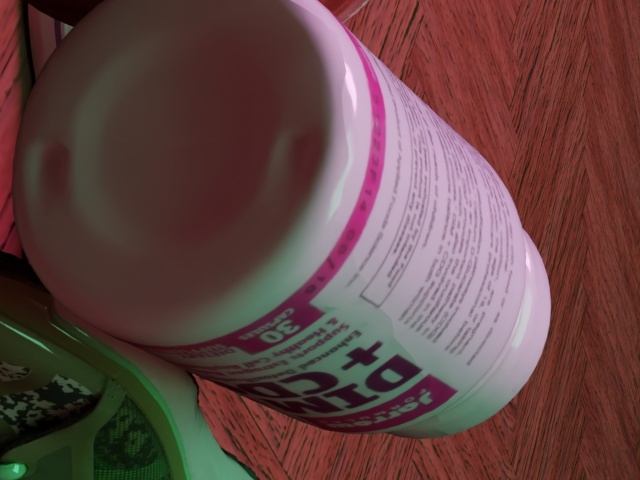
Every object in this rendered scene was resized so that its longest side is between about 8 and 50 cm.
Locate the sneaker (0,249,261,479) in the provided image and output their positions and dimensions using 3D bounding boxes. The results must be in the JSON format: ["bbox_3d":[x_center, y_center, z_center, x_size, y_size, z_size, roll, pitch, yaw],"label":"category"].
[{"bbox_3d":[-0.146,0.135,0.879,0.182,0.158,0.410,-57,141,-20],"label":"sneaker"}]

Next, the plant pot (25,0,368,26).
[{"bbox_3d":[-0.118,-0.217,0.754,0.265,0.272,0.272,2,91,-59],"label":"plant pot"}]

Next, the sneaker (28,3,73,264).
[{"bbox_3d":[-0.071,-0.077,0.979,0.102,0.161,0.282,-10,101,-65],"label":"sneaker"}]

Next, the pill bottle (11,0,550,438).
[{"bbox_3d":[0.000,0.000,0.815,0.283,0.160,0.160,33,63,-59],"label":"pill bottle"}]
